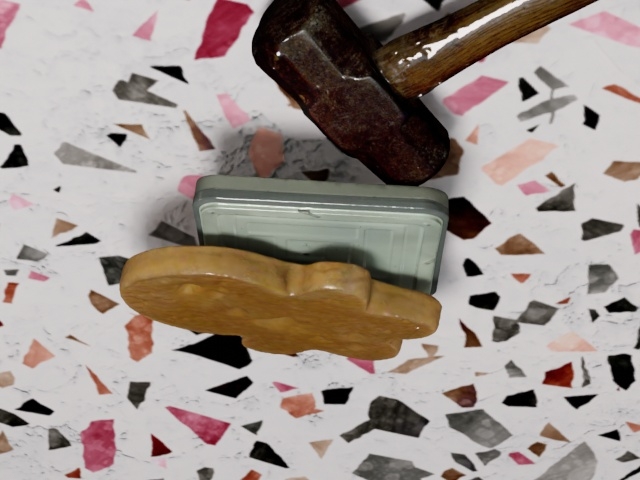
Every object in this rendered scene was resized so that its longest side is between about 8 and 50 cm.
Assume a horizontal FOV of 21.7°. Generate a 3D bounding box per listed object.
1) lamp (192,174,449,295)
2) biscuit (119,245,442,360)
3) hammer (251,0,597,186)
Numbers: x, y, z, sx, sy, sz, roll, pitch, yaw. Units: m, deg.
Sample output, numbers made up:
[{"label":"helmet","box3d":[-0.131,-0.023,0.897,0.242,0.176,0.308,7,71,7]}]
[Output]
[{"label":"lamp","box3d":[0.000,0.000,1.833,0.269,0.047,0.266,3,157,1]},{"label":"biscuit","box3d":[-0.049,0.066,1.871,0.354,0.052,0.275,12,158,-15]},{"label":"hammer","box3d":[0.160,-0.210,1.640,0.408,0.095,0.242,-25,128,25]}]
